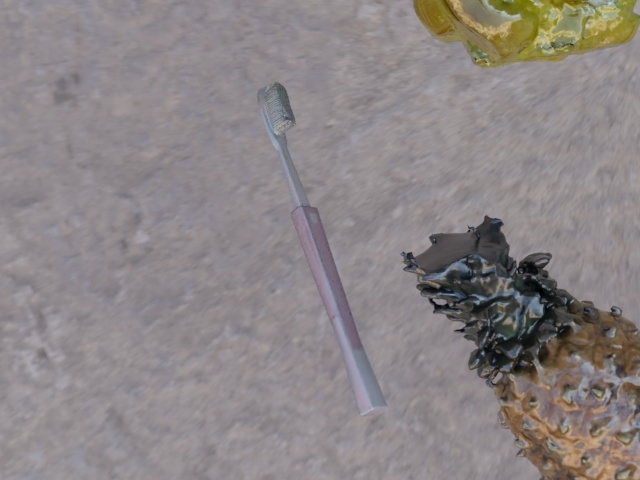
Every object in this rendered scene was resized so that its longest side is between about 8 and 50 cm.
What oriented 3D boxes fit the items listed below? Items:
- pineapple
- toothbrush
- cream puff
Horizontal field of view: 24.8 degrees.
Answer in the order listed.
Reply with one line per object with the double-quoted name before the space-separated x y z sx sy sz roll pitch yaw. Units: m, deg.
"pineapple" 0.179 0.088 1.194 0.158 0.158 0.279 -41 96 15
"toothbrush" -0.001 0.001 0.773 0.017 0.014 0.194 -31 66 36
"cream puff" 0.122 -0.229 1.050 0.194 0.195 0.221 -15 69 14
